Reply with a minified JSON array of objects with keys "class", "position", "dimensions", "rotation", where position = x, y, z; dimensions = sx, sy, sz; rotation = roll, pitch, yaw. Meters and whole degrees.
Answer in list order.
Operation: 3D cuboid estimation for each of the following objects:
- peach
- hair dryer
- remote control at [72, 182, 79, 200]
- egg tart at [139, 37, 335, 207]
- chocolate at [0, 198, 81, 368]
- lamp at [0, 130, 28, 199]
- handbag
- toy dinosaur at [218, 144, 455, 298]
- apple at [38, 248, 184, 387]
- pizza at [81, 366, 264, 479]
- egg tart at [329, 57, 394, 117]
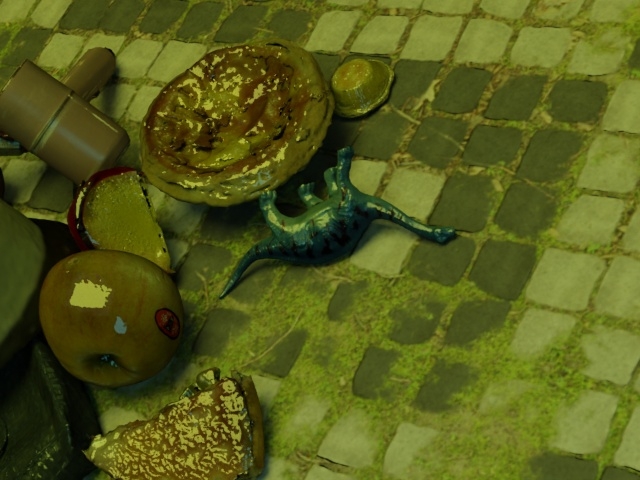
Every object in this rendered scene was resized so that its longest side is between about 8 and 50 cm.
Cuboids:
[{"class":"peach","position":[-0.262,-0.014,1.890],"dimensions":[0.127,0.172,0.092],"rotation":[-45,10,-22]},{"class":"hair dryer","position":[-0.343,-0.214,2.078],"dimensions":[0.107,0.189,0.344],"rotation":[-49,11,29]},{"class":"remote control","position":[-0.329,-0.051,2.028],"dimensions":[0.059,0.028,0.212],"rotation":[-21,48,19]},{"class":"egg tart","position":[-0.105,-0.145,1.913],"dimensions":[0.290,0.115,0.290],"rotation":[-14,50,17]},{"class":"chocolate","position":[-0.530,0.025,1.854],"dimensions":[0.314,0.297,0.326],"rotation":[-14,35,33]},{"class":"lamp","position":[-0.525,-0.096,2.078],"dimensions":[0.215,0.223,0.151],"rotation":[-2,55,-13]},{"class":"handbag","position":[-0.376,0.241,1.802],"dimensions":[0.175,0.089,0.270],"rotation":[-39,46,8]},{"class":"toy dinosaur","position":[0.003,-0.032,1.788],"dimensions":[0.329,0.076,0.144],"rotation":[-15,82,19]},{"class":"apple","position":[-0.262,0.100,1.774],"dimensions":[0.182,0.182,0.155],"rotation":[-13,55,21]},{"class":"pizza","position":[-0.160,0.251,1.681],"dimensions":[0.226,0.069,0.147],"rotation":[-32,68,9]},{"class":"egg tart","position":[0.049,-0.214,1.929],"dimensions":[0.105,0.039,0.105],"rotation":[-17,48,20]}]
